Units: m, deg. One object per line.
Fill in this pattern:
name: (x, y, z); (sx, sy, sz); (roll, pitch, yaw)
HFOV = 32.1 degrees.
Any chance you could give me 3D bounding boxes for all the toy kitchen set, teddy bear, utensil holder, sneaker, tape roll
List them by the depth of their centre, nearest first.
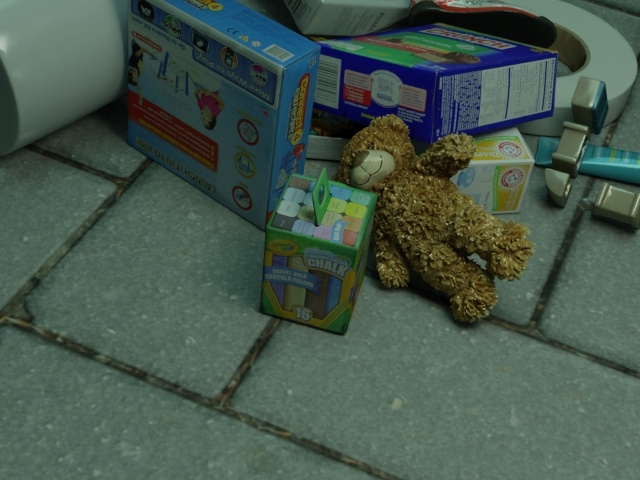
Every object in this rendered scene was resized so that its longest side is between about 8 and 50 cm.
teddy bear: (0.150, -0.035, 1.597); (0.113, 0.245, 0.338); (-20, 76, -50)
utensil holder: (-0.424, -0.352, 1.784); (0.327, 0.327, 0.385); (33, 50, 24)
toy kitchen set: (0.474, -0.135, 1.821); (0.166, 0.122, 0.207); (19, 81, 20)
sneaker: (0.298, -0.428, 2.045); (0.270, 0.090, 0.145); (6, 45, 2)
tape roll: (0.395, -0.336, 2.081); (0.392, 0.072, 0.392); (5, 43, -5)

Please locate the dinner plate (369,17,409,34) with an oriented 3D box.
dinner plate: (0.139, -0.395, 2.143); (0.141, 0.017, 0.141); (4, 43, -4)

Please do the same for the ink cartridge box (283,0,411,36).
ink cartridge box: (0.065, -0.535, 2.180); (0.385, 0.091, 0.308); (-5, 56, -40)

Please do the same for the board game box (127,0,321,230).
board game box: (-0.158, -0.215, 1.689); (0.308, 0.302, 0.086); (33, 47, 24)

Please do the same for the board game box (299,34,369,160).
board game box: (0.023, -0.250, 1.939); (0.193, 0.053, 0.305); (5, 42, -5)

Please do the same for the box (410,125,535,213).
box: (0.223, -0.113, 1.777); (0.203, 0.114, 0.103); (-3, 43, -14)

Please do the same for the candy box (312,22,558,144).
candy box: (0.186, -0.262, 1.800); (0.317, 0.122, 0.268); (-16, 28, -43)

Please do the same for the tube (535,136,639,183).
tube: (0.473, -0.136, 1.897); (0.207, 0.052, 0.080); (11, 37, 12)

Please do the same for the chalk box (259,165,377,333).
chalk box: (0.000, 0.000, 1.544); (0.132, 0.213, 0.132); (15, 43, 7)
